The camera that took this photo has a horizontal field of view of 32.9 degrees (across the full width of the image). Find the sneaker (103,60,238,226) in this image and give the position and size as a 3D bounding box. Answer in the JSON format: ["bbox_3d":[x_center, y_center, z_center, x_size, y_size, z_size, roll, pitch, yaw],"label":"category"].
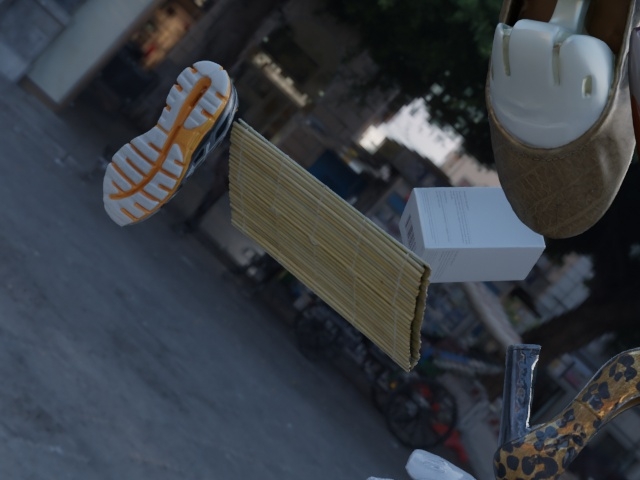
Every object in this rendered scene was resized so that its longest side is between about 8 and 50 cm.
[{"bbox_3d":[-0.163,-0.101,1.236,0.084,0.215,0.083,42,6,16],"label":"sneaker"}]

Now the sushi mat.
[{"bbox_3d":[0.000,0.000,1.194,0.316,0.019,0.151,39,-38,33],"label":"sushi mat"}]

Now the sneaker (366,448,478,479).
[{"bbox_3d":[0.073,0.291,1.054,0.365,0.137,0.210,22,5,-23],"label":"sneaker"}]

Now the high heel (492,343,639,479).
[{"bbox_3d":[0.314,0.207,1.131,0.261,0.186,0.093,0,-22,19],"label":"high heel"}]

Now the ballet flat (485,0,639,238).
[{"bbox_3d":[0.171,-0.170,0.723,0.116,0.343,0.124,17,9,26],"label":"ballet flat"}]

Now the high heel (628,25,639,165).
[{"bbox_3d":[0.259,0.060,0.414,0.377,0.181,0.127,66,12,0],"label":"high heel"}]

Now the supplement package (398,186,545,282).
[{"bbox_3d":[0.215,-0.008,1.556,0.105,0.179,0.105,106,-20,-57],"label":"supplement package"}]
